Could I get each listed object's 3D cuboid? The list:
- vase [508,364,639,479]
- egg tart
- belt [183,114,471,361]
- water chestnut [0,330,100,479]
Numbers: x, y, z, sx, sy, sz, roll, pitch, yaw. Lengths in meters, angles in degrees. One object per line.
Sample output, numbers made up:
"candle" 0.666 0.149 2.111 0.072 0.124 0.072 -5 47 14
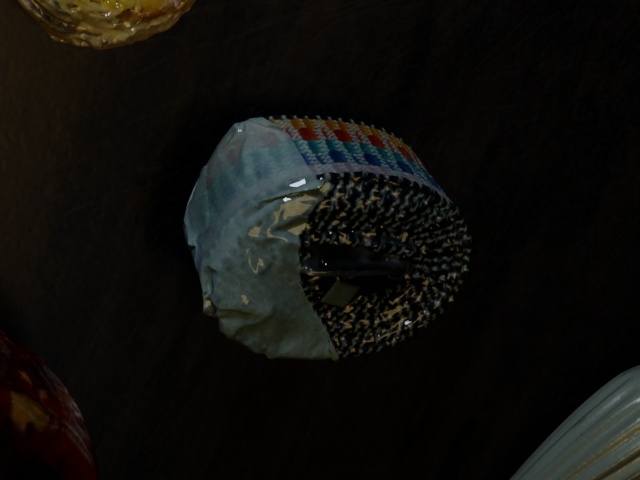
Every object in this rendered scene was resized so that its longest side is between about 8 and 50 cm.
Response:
"vase" 0.293 0.232 1.914 0.248 0.128 0.128 -36 120 4
"egg tart" -0.189 -0.280 1.524 0.252 0.098 0.232 29 90 -33
"belt" 0.000 0.000 1.682 0.257 0.150 0.207 0 119 -22
"water chestnut" -0.340 0.244 1.523 0.335 0.347 0.335 -5 116 -11
